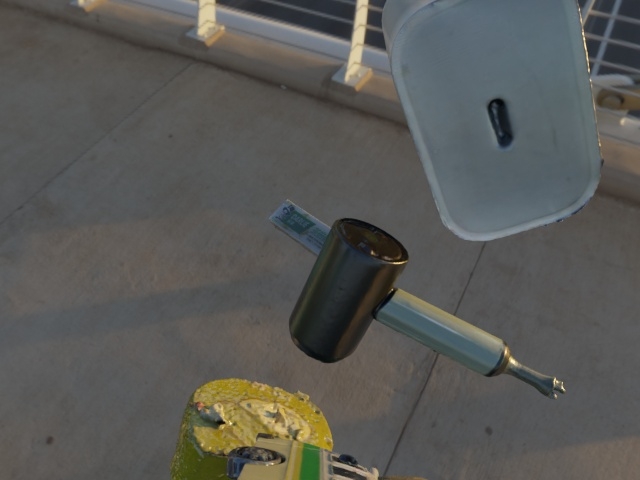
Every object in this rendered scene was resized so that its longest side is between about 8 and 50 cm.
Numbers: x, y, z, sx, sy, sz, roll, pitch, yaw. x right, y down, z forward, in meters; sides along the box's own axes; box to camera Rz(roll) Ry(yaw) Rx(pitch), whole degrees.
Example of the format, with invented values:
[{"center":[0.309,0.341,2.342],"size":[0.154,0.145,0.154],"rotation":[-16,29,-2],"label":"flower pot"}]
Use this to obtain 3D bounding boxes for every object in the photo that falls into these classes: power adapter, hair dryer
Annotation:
[{"center":[0.135,-0.146,0.437],"size":[0.124,0.187,0.255],"rotation":[-17,29,16],"label":"power adapter"},{"center":[0.079,0.069,0.347],"size":[0.197,0.101,0.057],"rotation":[26,25,6],"label":"hair dryer"}]

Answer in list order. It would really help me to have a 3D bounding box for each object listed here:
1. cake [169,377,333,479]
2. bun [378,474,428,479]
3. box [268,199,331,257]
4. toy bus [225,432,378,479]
[{"center":[-0.111,0.343,0.826],"size":[0.260,0.156,0.179],"rotation":[16,26,-14],"label":"cake"},{"center":[0.101,0.393,0.676],"size":[0.173,0.114,0.167],"rotation":[-18,14,5],"label":"bun"},{"center":[0.000,0.000,0.743],"size":[0.050,0.041,0.207],"rotation":[-47,50,-10],"label":"box"},{"center":[-0.017,0.290,0.446],"size":[0.178,0.305,0.143],"rotation":[7,81,1],"label":"toy bus"}]
